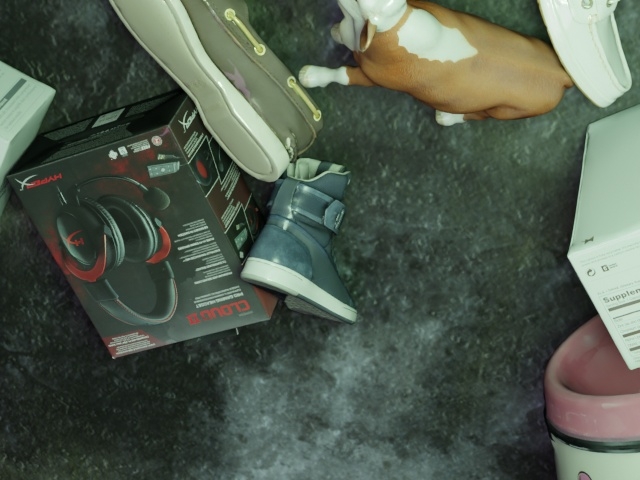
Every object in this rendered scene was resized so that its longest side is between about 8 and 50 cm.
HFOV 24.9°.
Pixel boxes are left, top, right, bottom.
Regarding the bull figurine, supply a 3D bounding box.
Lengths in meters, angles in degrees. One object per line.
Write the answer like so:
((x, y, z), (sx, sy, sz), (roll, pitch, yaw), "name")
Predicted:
((0.099, -0.180, 1.394), (0.310, 0.101, 0.188), (17, 170, -34), "bull figurine")

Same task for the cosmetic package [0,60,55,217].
((-0.459, -0.115, 1.646), (0.225, 0.138, 0.224), (29, 125, -3), "cosmetic package")

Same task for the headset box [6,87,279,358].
((-0.184, -0.005, 1.659), (0.218, 0.110, 0.293), (-14, 117, 22), "headset box")

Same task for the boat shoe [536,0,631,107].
((0.255, -0.257, 1.384), (0.096, 0.098, 0.277), (-16, 116, 25), "boat shoe")

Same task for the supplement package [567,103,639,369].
((0.370, -0.032, 1.399), (0.204, 0.262, 0.145), (-21, 115, 26), "supplement package")

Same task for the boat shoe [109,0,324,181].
((-0.116, -0.214, 1.514), (0.324, 0.097, 0.116), (53, 156, -17), "boat shoe")

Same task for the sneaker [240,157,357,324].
((0.001, 0.000, 1.630), (0.086, 0.163, 0.226), (11, 167, 25), "sneaker")

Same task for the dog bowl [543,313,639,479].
((0.404, 0.140, 1.440), (0.408, 0.408, 0.150), (-19, 103, 25), "dog bowl")
